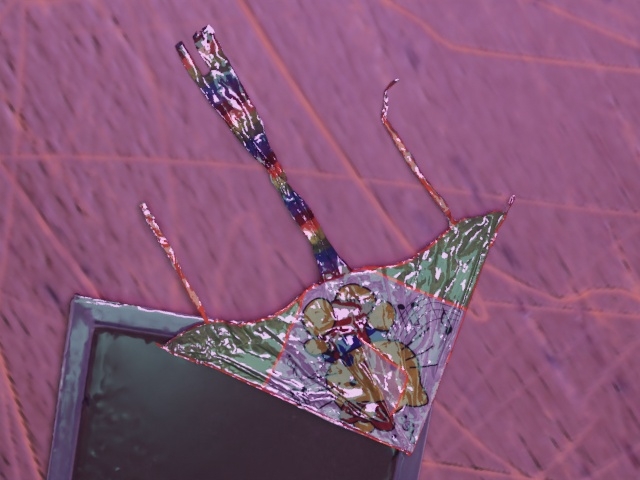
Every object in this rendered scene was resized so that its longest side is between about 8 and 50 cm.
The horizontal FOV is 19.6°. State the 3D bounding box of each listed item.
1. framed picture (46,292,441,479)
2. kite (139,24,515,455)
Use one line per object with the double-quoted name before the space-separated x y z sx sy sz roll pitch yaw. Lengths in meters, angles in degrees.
"framed picture" -0.053 0.161 0.985 0.197 0.014 0.252 9 104 -4
"kite" 0.000 0.000 0.939 0.198 0.006 0.244 -26 98 2
